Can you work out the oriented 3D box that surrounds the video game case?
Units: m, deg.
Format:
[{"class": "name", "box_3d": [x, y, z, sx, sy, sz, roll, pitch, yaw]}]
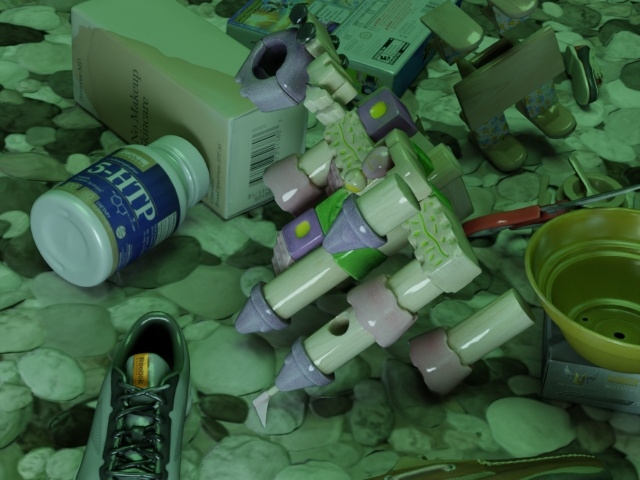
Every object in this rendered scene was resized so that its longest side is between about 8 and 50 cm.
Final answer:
[{"class": "video game case", "box_3d": [0.036, -0.297, 1.928, 0.244, 0.061, 0.269, 20, 39, 15]}]

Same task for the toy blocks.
[{"class": "toy blocks", "box_3d": [0.000, 0.000, 1.389, 0.260, 0.309, 0.288, -35, 46, 16]}]

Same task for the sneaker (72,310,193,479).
[{"class": "sneaker", "box_3d": [-0.167, 0.172, 1.251, 0.100, 0.108, 0.271, 5, 39, -4]}]

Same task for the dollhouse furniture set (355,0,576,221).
[{"class": "dollhouse furniture set", "box_3d": [0.193, -0.153, 1.650, 0.242, 0.212, 0.161, -33, 45, -5]}]

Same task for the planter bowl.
[{"class": "planter bowl", "box_3d": [0.301, 0.066, 1.374, 0.217, 0.090, 0.217, 4, 38, -3]}]

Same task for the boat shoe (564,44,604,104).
[{"class": "boat shoe", "box_3d": [0.361, -0.225, 1.893, 0.043, 0.049, 0.137, 5, 33, -5]}]

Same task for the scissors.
[{"class": "scissors", "box_3d": [0.238, -0.030, 1.483, 0.109, 0.021, 0.297, -5, -4, -14]}]

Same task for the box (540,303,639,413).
[{"class": "box", "box_3d": [0.347, 0.103, 1.454, 0.231, 0.056, 0.183, 9, 37, 5]}]

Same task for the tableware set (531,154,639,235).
[{"class": "tableware set", "box_3d": [0.315, -0.027, 1.632, 0.128, 0.039, 0.194, 12, 37, 7]}]

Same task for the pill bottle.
[{"class": "pill bottle", "box_3d": [-0.211, -0.039, 1.516, 0.112, 0.112, 0.187, 27, 42, 25]}]

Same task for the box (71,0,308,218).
[{"class": "box", "box_3d": [-0.161, -0.174, 1.673, 0.121, 0.148, 0.311, -26, 46, -34]}]

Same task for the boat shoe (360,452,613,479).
[{"class": "boat shoe", "box_3d": [0.095, 0.233, 1.199, 0.324, 0.122, 0.120, -11, 37, -22]}]
